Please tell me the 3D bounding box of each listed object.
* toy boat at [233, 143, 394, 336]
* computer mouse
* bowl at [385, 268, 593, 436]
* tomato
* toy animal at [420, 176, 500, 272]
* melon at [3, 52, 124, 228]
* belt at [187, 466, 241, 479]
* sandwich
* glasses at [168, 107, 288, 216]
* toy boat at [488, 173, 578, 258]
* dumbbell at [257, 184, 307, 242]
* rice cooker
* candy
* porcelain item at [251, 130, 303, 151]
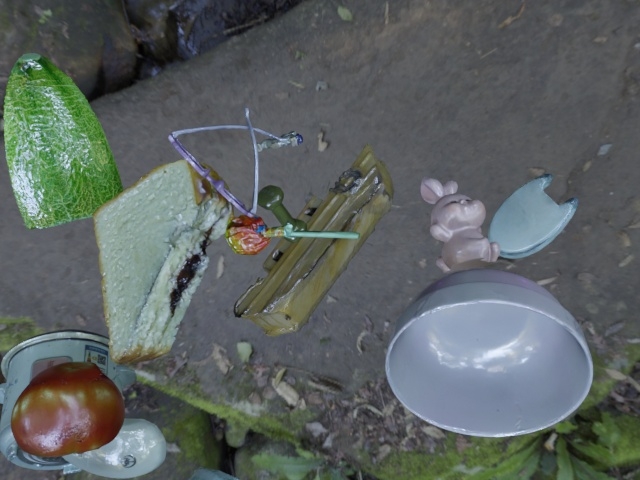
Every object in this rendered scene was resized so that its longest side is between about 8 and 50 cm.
[{"bbox_3d":[0.000,0.000,1.180,0.445,0.162,0.136,-53,132,-7],"label":"toy boat"},{"bbox_3d":[-0.320,0.301,0.848,0.182,0.056,0.089,7,102,9],"label":"computer mouse"},{"bbox_3d":[0.246,0.152,0.877,0.287,0.143,0.286,6,128,7],"label":"bowl"},{"bbox_3d":[-0.207,0.138,0.477,0.087,0.087,0.075,-5,80,-2],"label":"tomato"},{"bbox_3d":[0.255,-0.048,1.099,0.125,0.124,0.212,-15,70,-2],"label":"toy animal"},{"bbox_3d":[-0.519,-0.199,1.126,0.196,0.124,0.323,-19,111,-25],"label":"melon"},{"bbox_3d":[-0.235,0.623,1.284,0.207,0.150,0.257,27,132,10],"label":"belt"},{"bbox_3d":[-0.248,0.028,0.931,0.254,0.100,0.288,-22,68,21],"label":"sandwich"},{"bbox_3d":[-0.098,-0.107,0.691,0.104,0.062,0.140,-45,113,2],"label":"glasses"},{"bbox_3d":[0.462,-0.046,1.282,0.134,0.079,0.207,47,115,18],"label":"toy boat"},{"bbox_3d":[-0.068,-0.046,1.019,0.052,0.118,0.046,23,68,40],"label":"dumbbell"},{"bbox_3d":[-0.570,0.342,1.294,0.317,0.264,0.316,0,50,0],"label":"rice cooker"},{"bbox_3d":[-0.040,-0.007,0.766,0.201,0.060,0.060,0,90,29],"label":"candy"},{"bbox_3d":[-0.079,-0.218,1.243,0.075,0.136,0.021,-43,121,-42],"label":"porcelain item"}]
